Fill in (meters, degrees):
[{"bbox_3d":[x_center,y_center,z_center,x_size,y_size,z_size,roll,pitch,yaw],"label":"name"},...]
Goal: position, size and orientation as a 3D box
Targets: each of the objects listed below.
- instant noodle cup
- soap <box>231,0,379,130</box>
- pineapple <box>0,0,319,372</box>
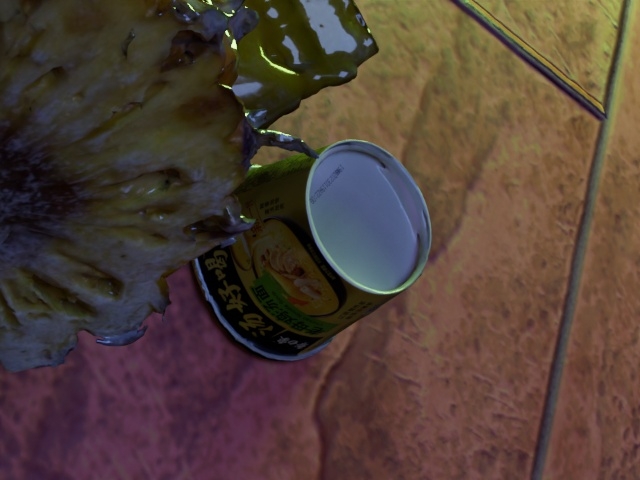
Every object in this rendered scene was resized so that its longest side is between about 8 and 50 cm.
[{"bbox_3d":[0.000,0.000,1.149,0.151,0.122,0.151,17,62,-37],"label":"instant noodle cup"},{"bbox_3d":[-0.138,-0.178,1.072,0.259,0.143,0.281,-31,99,-25],"label":"soap"},{"bbox_3d":[-0.136,-0.132,0.878,0.209,0.344,0.286,-7,53,-17],"label":"pineapple"}]
